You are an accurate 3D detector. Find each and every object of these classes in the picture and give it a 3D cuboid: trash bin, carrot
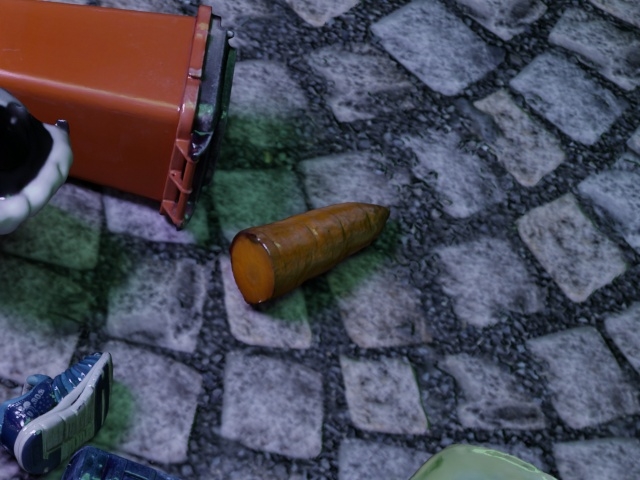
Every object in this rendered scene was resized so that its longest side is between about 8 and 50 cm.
[{"bbox_3d":[-0.207,-0.126,1.794,0.238,0.161,0.184,9,49,-7],"label":"trash bin"},{"bbox_3d":[0.000,0.000,1.844,0.205,0.072,0.072,-22,64,-45],"label":"carrot"}]

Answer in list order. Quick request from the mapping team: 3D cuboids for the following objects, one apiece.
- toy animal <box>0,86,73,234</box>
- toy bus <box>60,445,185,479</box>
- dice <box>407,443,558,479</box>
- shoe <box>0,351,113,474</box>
[{"bbox_3d":[-0.337,-0.062,1.654,0.208,0.204,0.156,32,60,-22],"label":"toy animal"},{"bbox_3d":[-0.135,0.222,1.593,0.166,0.065,0.047,21,48,-9],"label":"toy bus"},{"bbox_3d":[0.109,0.330,1.486,0.250,0.254,0.252,39,46,6],"label":"dice"},{"bbox_3d":[-0.225,0.139,1.629,0.071,0.064,0.143,23,39,21],"label":"shoe"}]
